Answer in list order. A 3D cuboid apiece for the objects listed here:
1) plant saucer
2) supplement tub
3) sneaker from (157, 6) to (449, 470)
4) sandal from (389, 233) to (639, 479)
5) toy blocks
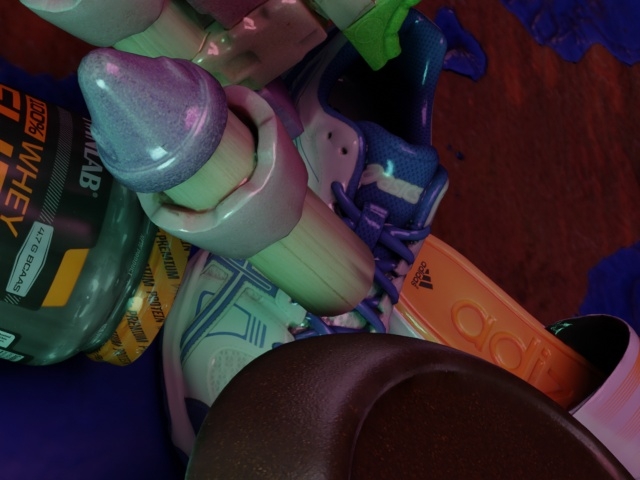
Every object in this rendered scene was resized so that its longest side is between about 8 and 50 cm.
[{"bbox_3d":[0.082,0.158,0.540,0.311,0.050,0.310,32,33,-24],"label":"plant saucer"},{"bbox_3d":[-0.159,-0.015,0.584,0.190,0.117,0.117,20,55,-24],"label":"supplement tub"},{"bbox_3d":[0.000,0.000,0.678,0.112,0.131,0.296,22,56,-26],"label":"sneaker"},{"bbox_3d":[0.138,0.077,0.766,0.265,0.076,0.102,38,49,-11],"label":"sandal"},{"bbox_3d":[-0.014,-0.181,0.567,0.260,0.289,0.309,42,15,-51],"label":"toy blocks"}]
